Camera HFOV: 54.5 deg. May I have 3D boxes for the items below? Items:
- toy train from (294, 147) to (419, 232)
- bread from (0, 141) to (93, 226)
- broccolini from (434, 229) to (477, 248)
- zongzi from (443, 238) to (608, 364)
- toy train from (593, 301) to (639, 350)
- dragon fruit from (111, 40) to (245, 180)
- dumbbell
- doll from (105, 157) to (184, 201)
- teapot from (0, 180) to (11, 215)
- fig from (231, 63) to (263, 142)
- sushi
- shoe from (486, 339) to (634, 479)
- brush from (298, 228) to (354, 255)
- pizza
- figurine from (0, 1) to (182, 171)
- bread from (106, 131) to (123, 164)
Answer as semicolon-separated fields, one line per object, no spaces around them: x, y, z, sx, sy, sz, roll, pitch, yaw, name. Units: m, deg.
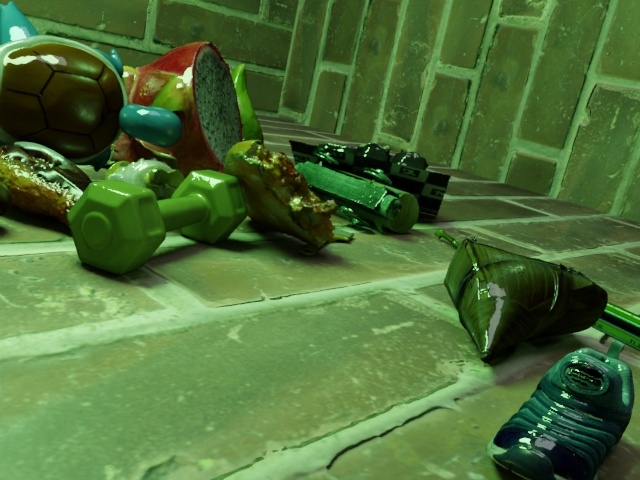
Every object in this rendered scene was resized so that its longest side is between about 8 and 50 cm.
0.067;-0.092;1.367;0.308;0.126;0.189;24;-12;42;toy train
-0.402;-0.073;0.936;0.269;0.095;0.139;30;21;12;bread
0.280;0.015;1.258;0.052;0.054;0.194;40;1;-15;broccolini
0.284;0.097;0.801;0.221;0.112;0.242;12;22;-4;zongzi
0.453;0.121;0.960;0.044;0.042;0.209;3;17;-34;toy train
-0.305;-0.248;1.290;0.226;0.305;0.305;-7;10;14;dragon fruit
-0.216;-0.036;0.883;0.108;0.121;0.302;-14;5;23;dumbbell
-0.303;-0.098;1.052;0.129;0.081;0.207;1;4;-41;doll
-0.472;-0.046;0.805;0.129;0.078;0.098;-3;-22;-18;teapot
-0.236;-0.321;1.614;0.206;0.274;0.206;12;16;-3;fig
0.127;-0.190;1.511;0.373;0.099;0.296;14;-13;7;sushi
0.219;0.149;0.548;0.092;0.106;0.207;21;22;35;shoe
0.000;0.000;1.117;0.083;0.011;0.205;15;15;13;brush
-0.060;-0.073;1.042;0.229;0.081;0.289;38;-16;9;pizza
-0.451;-0.225;1.052;0.417;0.297;0.243;11;14;-20;figurine
-0.575;-0.242;1.400;0.338;0.101;0.183;9;11;-2;bread
